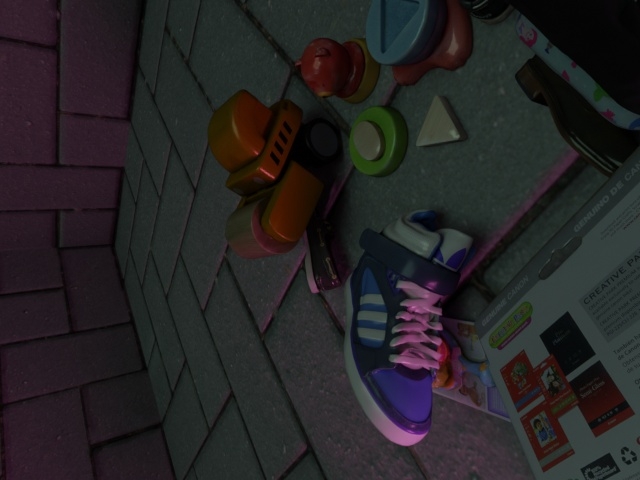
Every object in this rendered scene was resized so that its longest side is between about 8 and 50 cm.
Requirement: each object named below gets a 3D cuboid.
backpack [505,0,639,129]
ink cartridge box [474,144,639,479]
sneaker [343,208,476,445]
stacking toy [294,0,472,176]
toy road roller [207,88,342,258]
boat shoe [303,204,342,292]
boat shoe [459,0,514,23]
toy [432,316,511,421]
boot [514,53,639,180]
[{"bbox_3d":[0.307,-0.236,0.334,0.253,0.191,0.225,-34,68,4],"label":"backpack"},{"bbox_3d":[0.323,0.102,0.389,0.272,0.129,0.310,-95,28,-50],"label":"ink cartridge box"},{"bbox_3d":[0.142,0.095,0.611,0.236,0.130,0.323,-54,28,34],"label":"sneaker"},{"bbox_3d":[0.090,-0.264,0.699,0.308,0.130,0.280,-13,83,53],"label":"stacking toy"},{"bbox_3d":[-0.132,-0.147,0.854,0.202,0.240,0.330,-12,53,53],"label":"toy road roller"},{"bbox_3d":[0.000,0.000,0.903,0.068,0.081,0.228,-11,68,9],"label":"boat shoe"},{"bbox_3d":[0.248,-0.406,0.517,0.084,0.079,0.233,46,127,42],"label":"boat shoe"},{"bbox_3d":[0.194,0.196,0.673,0.237,0.056,0.137,-2,91,53],"label":"toy"},{"bbox_3d":[0.315,-0.159,0.450,0.106,0.082,0.219,-55,50,44],"label":"boot"}]
